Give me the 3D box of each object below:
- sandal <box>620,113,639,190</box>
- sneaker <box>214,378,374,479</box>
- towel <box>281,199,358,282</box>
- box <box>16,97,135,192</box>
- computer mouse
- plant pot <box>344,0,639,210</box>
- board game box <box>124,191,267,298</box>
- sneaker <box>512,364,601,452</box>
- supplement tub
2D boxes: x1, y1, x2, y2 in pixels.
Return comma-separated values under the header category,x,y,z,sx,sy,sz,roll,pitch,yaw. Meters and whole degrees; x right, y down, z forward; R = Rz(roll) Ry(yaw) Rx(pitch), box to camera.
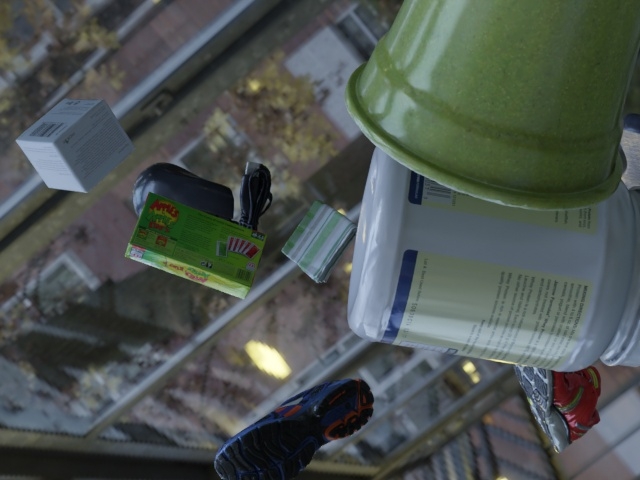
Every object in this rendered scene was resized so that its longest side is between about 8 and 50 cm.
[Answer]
category,x,y,z,sx,sy,sz,roll,pitch,yaw
sandal,0.446,-0.102,1.507,0.097,0.054,0.254,27,169,23
sneaker,-0.037,0.242,1.446,0.087,0.221,0.083,-2,108,63
towel,0.000,0.000,1.881,0.023,0.113,0.152,35,-179,-30
box,-0.327,-0.128,1.534,0.101,0.102,0.087,8,136,46
computer mouse,-0.219,-0.061,1.938,0.272,0.188,0.072,15,-168,26
plant pot,0.187,-0.208,1.034,0.276,0.253,0.276,12,-148,-8
board game box,-0.177,0.008,1.639,0.181,0.043,0.092,20,-123,-8
sneaker,0.383,0.224,1.811,0.107,0.118,0.279,59,178,40
supplement tub,0.205,0.018,1.271,0.325,0.235,0.235,10,-167,-2
